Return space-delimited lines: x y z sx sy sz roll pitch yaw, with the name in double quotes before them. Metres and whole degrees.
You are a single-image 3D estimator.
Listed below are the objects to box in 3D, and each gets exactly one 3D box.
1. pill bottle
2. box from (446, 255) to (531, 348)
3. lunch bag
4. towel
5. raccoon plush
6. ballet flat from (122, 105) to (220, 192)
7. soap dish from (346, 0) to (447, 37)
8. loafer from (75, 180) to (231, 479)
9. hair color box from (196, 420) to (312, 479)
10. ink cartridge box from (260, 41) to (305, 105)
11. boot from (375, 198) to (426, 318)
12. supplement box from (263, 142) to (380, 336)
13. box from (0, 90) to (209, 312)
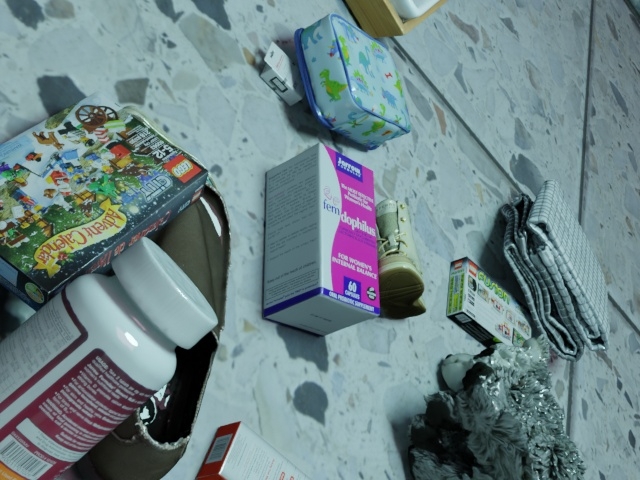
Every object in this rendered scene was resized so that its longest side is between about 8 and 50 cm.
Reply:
"pill bottle" -0.203 0.106 0.690 0.121 0.221 0.121 49 -2 3
"box" 0.301 0.129 1.415 0.207 0.036 0.114 37 47 -31
"lunch bag" 0.052 -0.245 1.246 0.219 0.090 0.176 10 63 -59
"towel" 0.437 0.053 1.516 0.284 0.121 0.235 58 28 -13
"raccoon plush" 0.324 0.331 1.158 0.299 0.216 0.446 -9 56 -50
"ballet flat" -0.179 -0.099 0.968 0.168 0.057 0.052 49 14 -24
"soap dish" 0.098 -0.513 1.430 0.291 0.118 0.229 57 40 -13
"loafer" -0.146 0.079 0.846 0.133 0.130 0.366 24 55 -32
"hair color box" -0.068 0.277 0.918 0.141 0.043 0.072 46 43 -23
"ink cartridge box" -0.058 -0.247 1.193 0.083 0.028 0.048 43 44 -28
"boot" 0.105 0.013 1.170 0.213 0.077 0.165 57 24 -67
"supplement box" 0.000 0.000 1.076 0.111 0.114 0.220 22 55 -40
"box" -0.245 -0.046 0.799 0.159 0.044 0.233 35 46 9
